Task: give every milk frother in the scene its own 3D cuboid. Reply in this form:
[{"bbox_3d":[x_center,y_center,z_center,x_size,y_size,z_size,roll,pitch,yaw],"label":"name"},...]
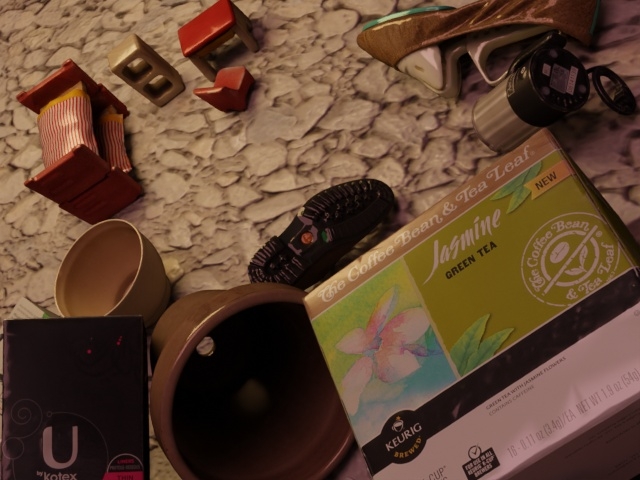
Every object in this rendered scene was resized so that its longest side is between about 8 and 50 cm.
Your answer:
[{"bbox_3d":[0.284,-0.164,1.470,0.129,0.143,0.135,-55,9,-29],"label":"milk frother"}]

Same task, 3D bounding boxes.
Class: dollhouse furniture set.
[{"bbox_3d":[-0.274,-0.216,1.865,0.374,0.152,0.201,-32,50,17],"label":"dollhouse furniture set"}]

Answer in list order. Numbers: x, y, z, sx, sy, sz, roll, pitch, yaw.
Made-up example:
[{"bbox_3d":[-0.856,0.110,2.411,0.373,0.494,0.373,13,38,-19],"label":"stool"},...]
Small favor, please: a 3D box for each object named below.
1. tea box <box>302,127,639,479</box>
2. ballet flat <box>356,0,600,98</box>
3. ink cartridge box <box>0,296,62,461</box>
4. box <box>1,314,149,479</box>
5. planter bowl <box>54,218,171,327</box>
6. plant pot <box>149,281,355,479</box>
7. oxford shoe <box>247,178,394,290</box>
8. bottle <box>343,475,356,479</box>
[{"bbox_3d":[0.206,0.127,1.262,0.329,0.220,0.323,-36,48,14],"label":"tea box"},{"bbox_3d":[0.201,-0.255,1.586,0.342,0.116,0.124,-10,78,27],"label":"ballet flat"},{"bbox_3d":[-0.429,0.209,1.774,0.153,0.087,0.208,26,82,43],"label":"ink cartridge box"},{"bbox_3d":[-0.286,0.231,1.439,0.165,0.143,0.270,-2,78,-6],"label":"box"},{"bbox_3d":[-0.282,0.065,1.736,0.162,0.109,0.162,-18,55,28],"label":"planter bowl"},{"bbox_3d":[-0.106,0.158,1.479,0.263,0.263,0.229,-55,30,-4],"label":"plant pot"},{"bbox_3d":[0.000,0.000,1.583,0.227,0.096,0.083,-35,70,-13],"label":"oxford shoe"},{"bbox_3d":[-0.010,0.398,1.331,0.092,0.118,0.283,15,74,57],"label":"bottle"}]
